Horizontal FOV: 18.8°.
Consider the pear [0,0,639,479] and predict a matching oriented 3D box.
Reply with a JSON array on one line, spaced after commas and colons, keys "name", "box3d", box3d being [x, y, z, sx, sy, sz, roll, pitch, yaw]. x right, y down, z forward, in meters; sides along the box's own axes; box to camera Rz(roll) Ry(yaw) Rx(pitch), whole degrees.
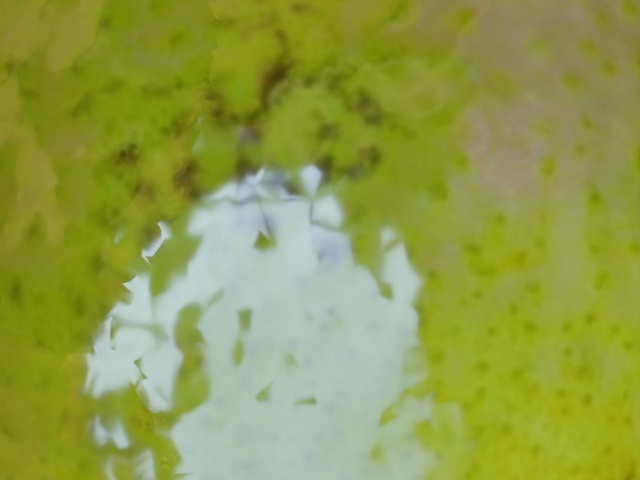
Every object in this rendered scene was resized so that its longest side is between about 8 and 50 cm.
[{"name": "pear", "box3d": [0.000, 0.000, 0.679, 0.391, 0.391, 0.391, 12, 70, -35]}]
